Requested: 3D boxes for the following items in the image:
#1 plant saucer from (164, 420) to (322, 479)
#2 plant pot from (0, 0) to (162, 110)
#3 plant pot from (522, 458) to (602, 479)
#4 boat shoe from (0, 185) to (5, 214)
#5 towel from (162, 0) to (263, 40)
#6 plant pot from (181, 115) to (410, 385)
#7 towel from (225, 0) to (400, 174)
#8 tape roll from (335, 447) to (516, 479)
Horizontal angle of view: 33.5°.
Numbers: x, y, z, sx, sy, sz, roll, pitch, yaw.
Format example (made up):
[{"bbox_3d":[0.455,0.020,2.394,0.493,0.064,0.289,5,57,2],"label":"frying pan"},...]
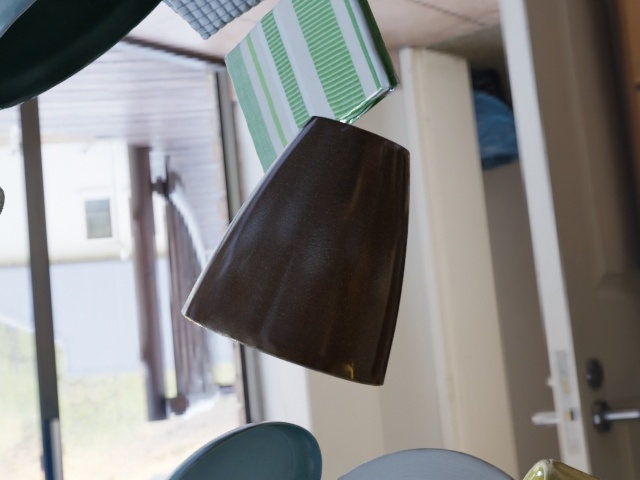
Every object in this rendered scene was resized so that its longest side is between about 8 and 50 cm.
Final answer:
[{"bbox_3d":[-0.130,0.365,1.407,0.318,0.317,0.044,1,-155,-48],"label":"plant saucer"},{"bbox_3d":[-0.289,-0.294,1.048,0.293,0.196,0.293,-40,-179,1],"label":"plant pot"},{"bbox_3d":[0.203,0.301,0.666,0.239,0.254,0.254,24,177,7],"label":"plant pot"},{"bbox_3d":[-0.385,-0.072,1.043,0.219,0.077,0.070,24,166,45],"label":"boat shoe"},{"bbox_3d":[-0.185,-0.487,1.676,0.235,0.121,0.283,-28,132,19],"label":"towel"},{"bbox_3d":[0.000,0.000,1.069,0.215,0.230,0.215,19,180,0],"label":"plant pot"},{"bbox_3d":[-0.021,-0.260,1.637,0.038,0.248,0.325,-8,162,-40],"label":"towel"},{"bbox_3d":[0.116,0.442,1.275,0.392,0.392,0.072,-8,143,24],"label":"tape roll"}]
